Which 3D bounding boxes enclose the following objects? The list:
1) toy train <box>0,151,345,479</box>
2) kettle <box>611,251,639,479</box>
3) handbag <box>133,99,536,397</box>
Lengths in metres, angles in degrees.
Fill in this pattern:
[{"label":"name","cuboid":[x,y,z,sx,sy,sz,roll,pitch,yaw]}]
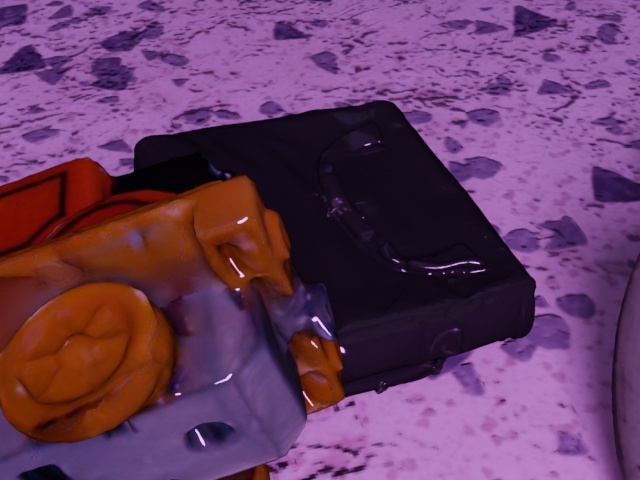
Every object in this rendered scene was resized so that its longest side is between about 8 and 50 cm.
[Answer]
[{"label":"toy train","cuboid":[-0.177,0.066,0.477,0.369,0.163,0.232,-19,47,4]},{"label":"kettle","cuboid":[0.370,0.086,0.418,0.342,0.247,0.319,2,3,-14]},{"label":"handbag","cuboid":[0.000,0.000,0.668,0.244,0.088,0.275,-14,40,-15]}]
